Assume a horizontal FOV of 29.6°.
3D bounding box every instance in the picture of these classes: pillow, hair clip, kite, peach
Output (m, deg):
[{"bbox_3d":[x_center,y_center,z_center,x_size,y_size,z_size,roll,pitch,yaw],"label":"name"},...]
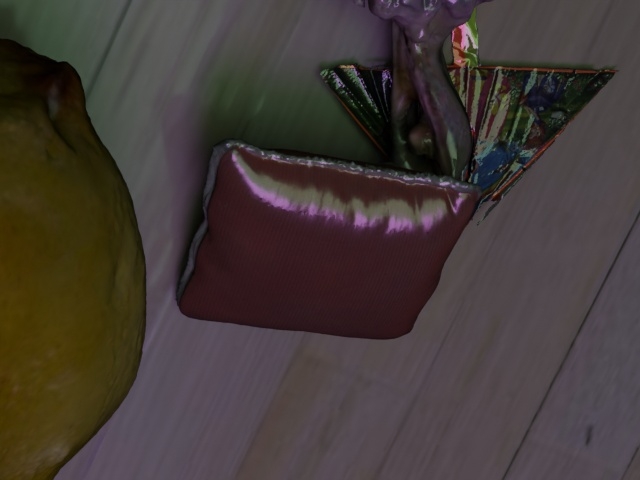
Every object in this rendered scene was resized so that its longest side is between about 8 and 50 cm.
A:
[{"bbox_3d":[0.000,0.000,0.825,0.179,0.075,0.171,7,136,-13],"label":"pillow"},{"bbox_3d":[0.067,-0.163,0.811,0.173,0.069,0.301,-12,105,-16],"label":"hair clip"},{"bbox_3d":[0.113,-0.094,0.889,0.241,0.014,0.183,-7,105,-18],"label":"kite"},{"bbox_3d":[-0.259,0.031,0.646,0.314,0.281,0.316,-12,141,-45],"label":"peach"}]
